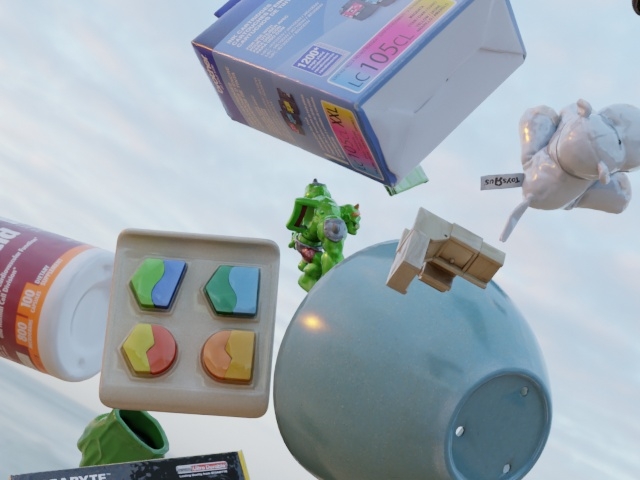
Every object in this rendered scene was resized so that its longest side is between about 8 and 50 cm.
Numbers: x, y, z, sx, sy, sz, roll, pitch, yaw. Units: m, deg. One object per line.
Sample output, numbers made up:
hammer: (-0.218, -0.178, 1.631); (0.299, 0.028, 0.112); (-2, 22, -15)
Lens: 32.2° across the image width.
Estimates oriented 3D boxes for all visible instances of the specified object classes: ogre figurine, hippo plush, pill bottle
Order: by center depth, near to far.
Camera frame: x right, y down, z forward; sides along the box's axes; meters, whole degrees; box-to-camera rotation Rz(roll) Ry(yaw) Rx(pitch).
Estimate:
ogre figurine: (0.000, 0.000, 1.465); (0.097, 0.118, 0.197); (10, 27, 2)
pill bottle: (-0.527, 0.076, 1.851); (0.392, 0.224, 0.224); (15, -17, 24)
hippo plush: (0.441, -0.170, 1.916); (0.294, 0.234, 0.236); (-12, -20, -15)

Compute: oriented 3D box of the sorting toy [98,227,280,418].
sorting toy: (-0.148, 0.093, 1.270); (0.193, 0.208, 0.038); (5, -13, -3)

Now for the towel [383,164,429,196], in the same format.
towel: (0.119, -0.154, 1.869); (0.023, 0.113, 0.152); (-34, -97, 43)

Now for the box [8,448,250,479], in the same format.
box: (-0.233, 0.411, 1.450); (0.322, 0.257, 0.079); (-2, -44, -19)

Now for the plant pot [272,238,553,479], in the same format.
plant pot: (0.124, 0.161, 1.142); (0.290, 0.290, 0.195); (38, -7, -33)

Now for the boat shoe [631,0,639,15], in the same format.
boat shoe: (0.400, -0.308, 1.084); (0.103, 0.092, 0.285); (21, -22, -16)

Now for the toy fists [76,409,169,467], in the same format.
toy fists: (-0.253, 0.375, 1.704); (0.279, 0.142, 0.096); (42, 22, 0)

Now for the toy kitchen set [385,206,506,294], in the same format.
toy kitchen set: (0.097, 0.033, 0.925); (0.083, 0.075, 0.068); (28, -49, -4)

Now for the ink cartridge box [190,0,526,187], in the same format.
ink cartridge box: (0.023, -0.254, 1.455); (0.395, 0.270, 0.151); (26, -28, 44)
